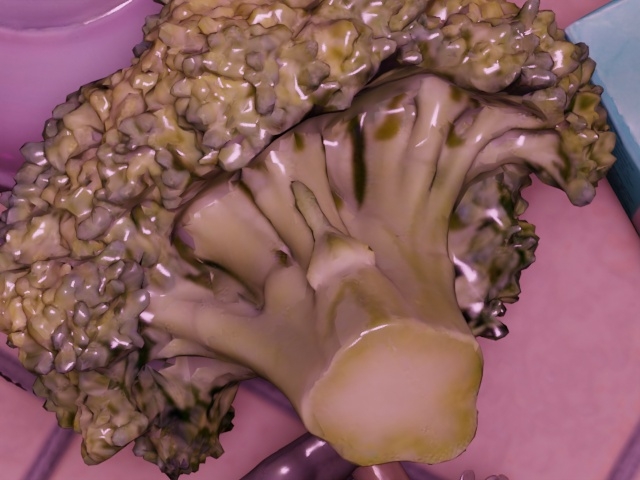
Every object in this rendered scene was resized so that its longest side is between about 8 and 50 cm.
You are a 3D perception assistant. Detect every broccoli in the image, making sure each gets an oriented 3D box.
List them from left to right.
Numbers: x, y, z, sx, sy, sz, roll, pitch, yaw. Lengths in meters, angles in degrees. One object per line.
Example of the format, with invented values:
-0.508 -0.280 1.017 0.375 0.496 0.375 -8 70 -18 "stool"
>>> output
-0.014 -0.012 0.803 0.235 0.260 0.288 34 102 1 "broccoli"

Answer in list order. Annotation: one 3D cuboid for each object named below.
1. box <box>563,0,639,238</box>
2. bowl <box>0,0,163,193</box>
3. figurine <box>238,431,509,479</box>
0.297 -0.081 0.883 0.311 0.118 0.205 -27 82 1 "box"
-0.128 -0.166 0.922 0.287 0.144 0.287 -1 81 4 "bowl"
0.102 0.252 0.841 0.207 0.166 0.387 -24 71 -36 "figurine"
